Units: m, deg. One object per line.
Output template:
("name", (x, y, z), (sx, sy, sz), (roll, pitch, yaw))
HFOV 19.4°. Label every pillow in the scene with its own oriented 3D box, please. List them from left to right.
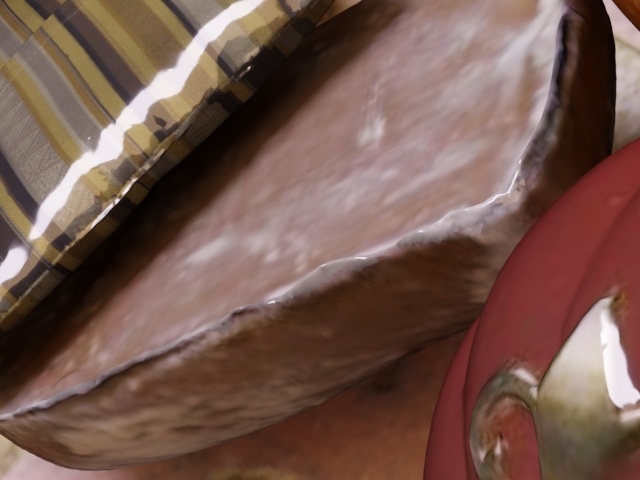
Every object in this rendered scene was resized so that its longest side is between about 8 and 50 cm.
("pillow", (-0.094, -0.061, 0.707), (0.212, 0.052, 0.208), (-44, 29, 1))

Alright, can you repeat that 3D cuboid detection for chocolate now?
("chocolate", (0.001, 0.002, 0.638), (0.254, 0.080, 0.157), (-26, 31, 31))

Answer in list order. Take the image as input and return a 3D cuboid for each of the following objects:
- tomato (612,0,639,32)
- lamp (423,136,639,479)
("tomato", (0.200, -0.158, 0.558), (0.270, 0.222, 0.270), (-27, 54, 44))
("lamp", (0.149, 0.107, 0.454), (0.257, 0.303, 0.303), (-11, 60, -26))
